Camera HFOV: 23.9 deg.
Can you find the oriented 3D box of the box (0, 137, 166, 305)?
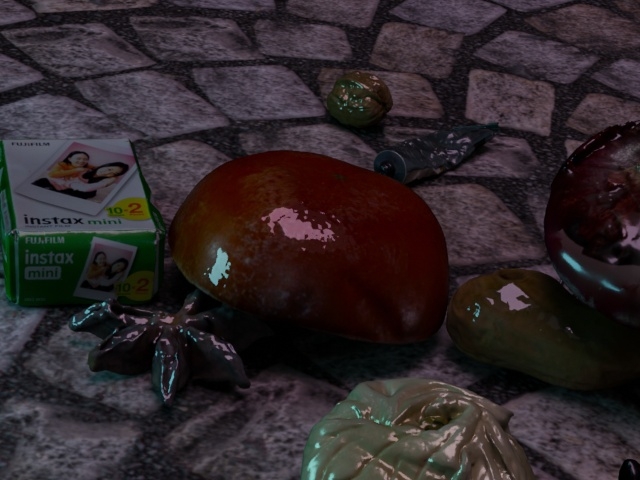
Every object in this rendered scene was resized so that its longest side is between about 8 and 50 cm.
[{"bbox_3d":[-0.281,-0.025,1.737,0.180,0.103,0.250,-2,30,-16],"label":"box"}]

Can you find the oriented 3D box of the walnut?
[{"bbox_3d":[0.055,-0.202,2.168,0.096,0.082,0.079,21,61,37],"label":"walnut"}]

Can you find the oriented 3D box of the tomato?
[{"bbox_3d":[0.002,-0.012,1.679,0.338,0.144,0.338,13,19,-5],"label":"tomato"}]

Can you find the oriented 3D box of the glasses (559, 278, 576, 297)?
[{"bbox_3d":[0.294,0.080,1.768,0.140,0.063,0.104,-9,11,-29],"label":"glasses"}]

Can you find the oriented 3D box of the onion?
[{"bbox_3d":[0.373,0.005,1.612,0.272,0.195,0.272,-6,48,7],"label":"onion"}]

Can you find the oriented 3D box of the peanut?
[{"bbox_3d":[0.254,0.096,1.641,0.236,0.110,0.120,13,20,6],"label":"peanut"}]

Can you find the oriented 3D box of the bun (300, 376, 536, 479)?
[{"bbox_3d":[0.092,0.211,1.362,0.229,0.145,0.229,9,28,-5],"label":"bun"}]

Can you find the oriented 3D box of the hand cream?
[{"bbox_3d":[0.154,-0.128,2.083,0.075,0.052,0.248,26,33,29],"label":"hand cream"}]

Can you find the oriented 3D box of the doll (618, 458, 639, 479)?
[{"bbox_3d":[0.419,0.229,1.477,0.248,0.088,0.127,-13,54,-17],"label":"doll"}]

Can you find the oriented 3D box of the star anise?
[{"bbox_3d":[-0.143,0.103,1.578,0.208,0.063,0.172,-8,34,-27],"label":"star anise"}]
